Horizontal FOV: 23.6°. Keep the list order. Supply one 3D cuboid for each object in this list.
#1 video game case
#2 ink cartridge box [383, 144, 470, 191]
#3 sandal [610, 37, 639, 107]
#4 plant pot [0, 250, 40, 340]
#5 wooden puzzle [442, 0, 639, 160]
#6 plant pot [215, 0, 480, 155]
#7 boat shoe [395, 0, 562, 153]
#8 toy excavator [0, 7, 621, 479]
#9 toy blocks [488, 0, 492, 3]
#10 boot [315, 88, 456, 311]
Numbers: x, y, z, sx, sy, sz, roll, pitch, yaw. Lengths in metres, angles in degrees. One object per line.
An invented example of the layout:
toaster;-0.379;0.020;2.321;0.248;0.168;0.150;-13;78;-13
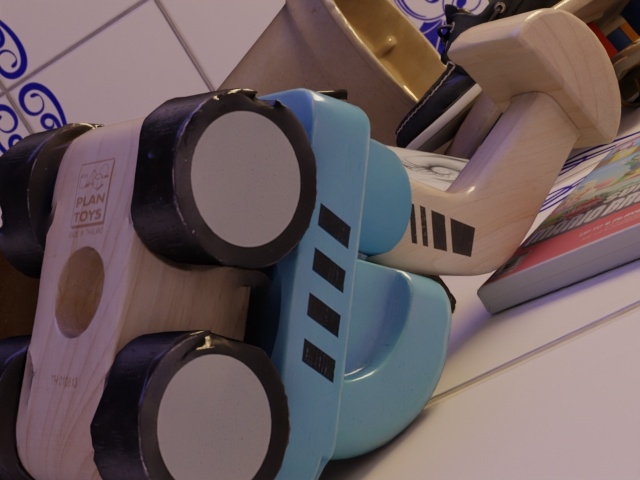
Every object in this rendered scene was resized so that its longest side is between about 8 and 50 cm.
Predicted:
video game case;0.260;-0.046;1.173;0.204;0.025;0.285;-26;9;41
ink cartridge box;0.065;-0.063;1.504;0.223;0.045;0.224;10;17;8
sandal;0.326;-0.167;1.576;0.072;0.049;0.180;-38;-9;0
plant pot;-0.146;0.066;1.415;0.237;0.237;0.254;-26;-2;36
wooden puzzle;0.291;-0.203;1.636;0.348;0.080;0.322;-39;-9;-20
plant pot;-0.006;-0.142;1.926;0.305;0.334;0.334;-41;4;17
boat shoe;0.189;-0.233;1.683;0.340;0.113;0.127;-45;-9;18
toy excavator;0.017;0.005;1.055;0.445;0.433;0.222;17;-16;-39
toy blocks;0.427;-0.362;1.958;0.381;0.191;0.261;-24;-9;22
boot;-0.067;0.039;1.168;0.338;0.223;0.118;-37;10;-36
